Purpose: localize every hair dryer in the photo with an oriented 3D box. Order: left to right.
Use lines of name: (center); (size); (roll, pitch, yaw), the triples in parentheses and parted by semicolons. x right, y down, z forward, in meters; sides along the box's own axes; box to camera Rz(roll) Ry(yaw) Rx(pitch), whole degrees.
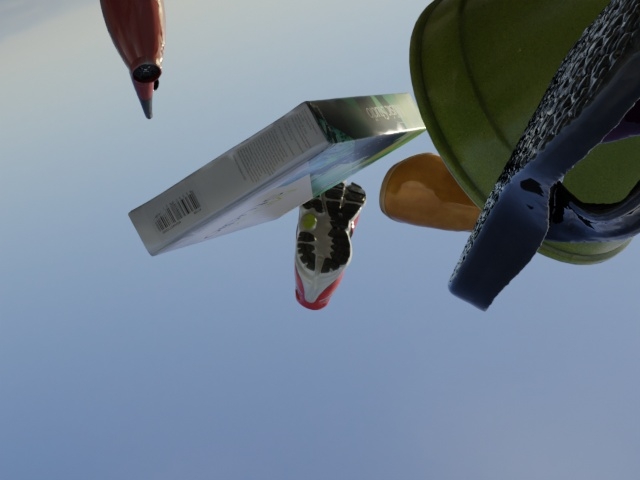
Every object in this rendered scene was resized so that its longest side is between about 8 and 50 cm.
hair dryer: (-0.224, -0.258, 1.661); (0.080, 0.224, 0.293); (-17, -164, -1)

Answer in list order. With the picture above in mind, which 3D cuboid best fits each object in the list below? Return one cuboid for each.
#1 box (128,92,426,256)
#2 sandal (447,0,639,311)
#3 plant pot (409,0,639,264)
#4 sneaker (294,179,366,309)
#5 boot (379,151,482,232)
box: (-0.034, -0.078, 1.401); (0.232, 0.058, 0.322); (-30, 177, 23)
sandal: (0.201, -0.062, 0.932); (0.168, 0.107, 0.446); (-62, 176, -21)
plant pot: (0.346, -0.215, 1.396); (0.353, 0.366, 0.366); (-38, 177, 43)
sneaker: (0.000, 0.000, 1.986); (0.107, 0.118, 0.279); (15, -143, 2)
boot: (0.241, -0.050, 1.818); (0.211, 0.104, 0.295); (20, -166, 38)
